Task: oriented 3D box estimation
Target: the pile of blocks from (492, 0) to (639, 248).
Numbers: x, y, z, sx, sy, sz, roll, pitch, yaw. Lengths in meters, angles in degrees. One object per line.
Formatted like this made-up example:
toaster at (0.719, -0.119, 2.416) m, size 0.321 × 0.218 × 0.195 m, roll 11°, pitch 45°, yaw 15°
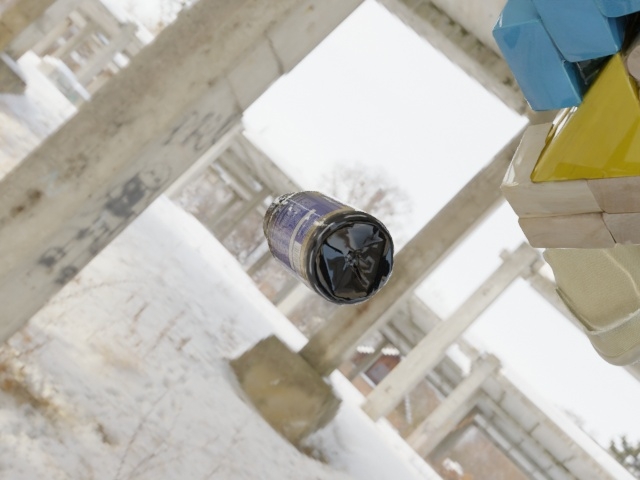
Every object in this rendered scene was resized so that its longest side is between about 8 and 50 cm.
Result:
pile of blocks at (0.147, -0.126, 0.268) m, size 0.149 × 0.112 × 0.362 m, roll 30°, pitch -30°, yaw 0°

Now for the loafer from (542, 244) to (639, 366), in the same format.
loafer at (0.267, 0.028, 0.838) m, size 0.092 × 0.102 × 0.268 m, roll 42°, pitch 16°, yaw -13°

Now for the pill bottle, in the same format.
pill bottle at (0.000, 0.000, 1.161) m, size 0.123 × 0.123 × 0.219 m, roll 48°, pitch -7°, yaw -26°
